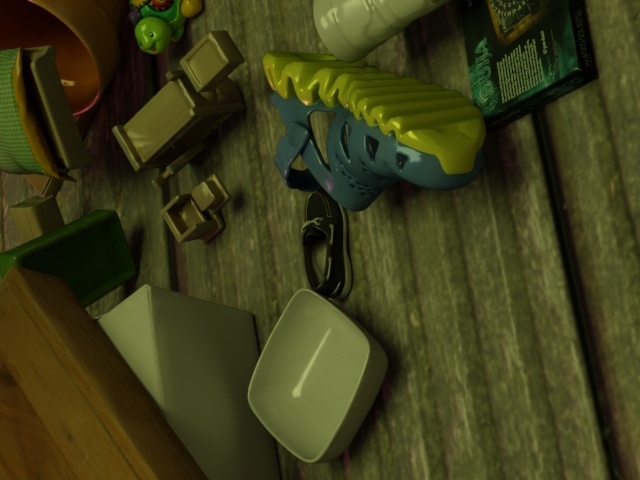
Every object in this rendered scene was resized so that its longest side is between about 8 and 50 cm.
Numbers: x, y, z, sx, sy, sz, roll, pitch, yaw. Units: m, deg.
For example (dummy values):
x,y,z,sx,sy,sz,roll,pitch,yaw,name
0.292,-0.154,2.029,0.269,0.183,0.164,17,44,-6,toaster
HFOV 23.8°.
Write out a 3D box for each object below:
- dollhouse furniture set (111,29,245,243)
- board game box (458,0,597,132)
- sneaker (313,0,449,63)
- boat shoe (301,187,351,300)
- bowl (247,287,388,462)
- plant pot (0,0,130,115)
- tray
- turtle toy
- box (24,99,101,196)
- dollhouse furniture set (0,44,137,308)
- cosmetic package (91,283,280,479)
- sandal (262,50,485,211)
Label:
x,y,z,sx,sy,sz,roll,pitch,yaw,name
-0.106,-0.112,1.660,0.182,0.101,0.161,-39,76,33,dollhouse furniture set
0.183,-0.207,1.388,0.126,0.026,0.186,-27,58,42,board game box
0.085,-0.323,1.470,0.169,0.108,0.292,-24,52,38,sneaker
0.000,0.000,1.516,0.046,0.038,0.125,-29,57,39,boat shoe
0.004,0.133,1.456,0.142,0.053,0.142,39,106,48,bowl
-0.318,-0.288,1.847,0.205,0.205,0.188,-17,37,44,plant pot
-0.242,0.219,1.453,0.203,0.076,0.411,-59,43,14,tray
-0.193,-0.277,1.805,0.095,0.066,0.130,-30,56,39,turtle toy
-0.345,-0.178,1.979,0.164,0.021,0.201,43,110,46,box
-0.367,-0.063,1.754,0.197,0.151,0.301,1,114,47,dollhouse furniture set
-0.155,0.255,1.516,0.197,0.155,0.365,-33,54,36,cosmetic package
0.046,-0.090,1.432,0.317,0.126,0.138,31,118,59,sandal
